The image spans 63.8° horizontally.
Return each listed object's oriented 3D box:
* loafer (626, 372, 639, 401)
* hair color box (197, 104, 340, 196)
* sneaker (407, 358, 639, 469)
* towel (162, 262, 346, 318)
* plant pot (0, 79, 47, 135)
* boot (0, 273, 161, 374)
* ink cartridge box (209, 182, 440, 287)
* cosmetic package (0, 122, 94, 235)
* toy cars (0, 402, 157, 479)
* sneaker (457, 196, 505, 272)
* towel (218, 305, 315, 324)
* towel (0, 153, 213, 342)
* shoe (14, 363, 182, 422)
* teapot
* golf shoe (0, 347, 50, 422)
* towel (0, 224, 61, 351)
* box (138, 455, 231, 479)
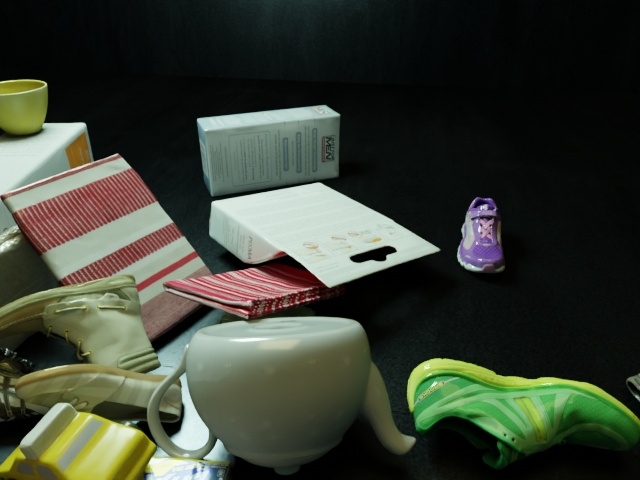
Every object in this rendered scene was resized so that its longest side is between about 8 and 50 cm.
[{"bbox_3d":[0.474,0.262,0.661,0.084,0.096,0.267,-11,19,20],"label":"loafer"},{"bbox_3d":[-0.137,-0.253,1.425,0.373,0.186,0.114,-11,31,-19],"label":"hair color box"},{"bbox_3d":[0.261,0.244,0.680,0.295,0.110,0.124,7,52,9],"label":"sneaker"},{"bbox_3d":[-0.103,0.078,0.898,0.198,0.031,0.274,11,9,34],"label":"towel"},{"bbox_3d":[-0.647,-0.281,1.103,0.134,0.095,0.134,-1,30,0],"label":"plant pot"},{"bbox_3d":[-0.355,0.152,0.750,0.213,0.077,0.165,-15,78,-33],"label":"boot"},{"bbox_3d":[0.000,0.000,1.062,0.308,0.091,0.385,-14,35,-39],"label":"ink cartridge box"},{"bbox_3d":[-0.610,-0.066,1.052,0.161,0.230,0.453,-1,31,-2],"label":"cosmetic package"},{"bbox_3d":[-0.240,0.264,0.489,0.176,0.087,0.393,-29,29,-17],"label":"toy cars"},{"bbox_3d":[0.350,-0.019,1.109,0.095,0.105,0.236,8,32,10],"label":"sneaker"},{"bbox_3d":[-0.093,0.137,0.910,0.148,0.027,0.110,11,31,18],"label":"towel"},{"bbox_3d":[-0.351,0.018,0.899,0.329,0.037,0.237,53,43,0],"label":"towel"},{"bbox_3d":[-0.281,0.208,0.680,0.218,0.076,0.058,17,43,-38],"label":"shoe"},{"bbox_3d":[-0.055,0.201,0.659,0.252,0.187,0.255,0,-3,-40],"label":"teapot"},{"bbox_3d":[-0.414,0.227,0.723,0.198,0.077,0.094,22,64,17],"label":"golf shoe"},{"bbox_3d":[-0.524,0.103,0.801,0.049,0.187,0.282,11,30,15],"label":"towel"},{"bbox_3d":[-0.193,0.296,0.607,0.168,0.054,0.059,2,30,5],"label":"box"}]
